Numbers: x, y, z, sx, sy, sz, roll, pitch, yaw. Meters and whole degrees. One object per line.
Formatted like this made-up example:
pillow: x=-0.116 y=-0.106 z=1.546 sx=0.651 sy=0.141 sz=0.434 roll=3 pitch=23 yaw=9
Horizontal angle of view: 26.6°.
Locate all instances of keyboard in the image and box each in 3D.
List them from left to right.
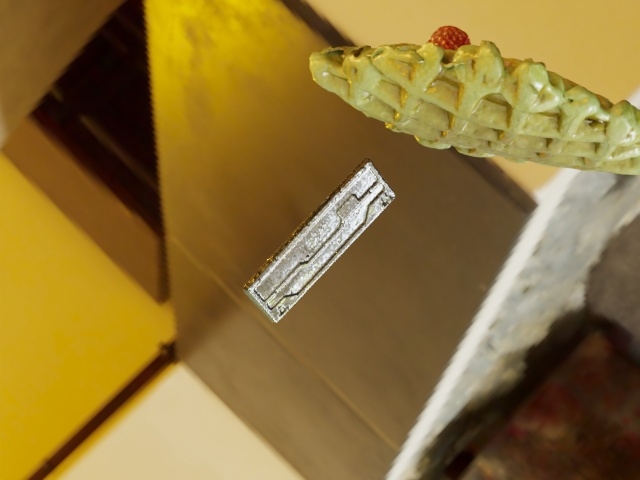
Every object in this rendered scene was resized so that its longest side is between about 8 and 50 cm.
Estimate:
keyboard: x=0.000 y=0.000 z=1.137 sx=0.010 sy=0.155 sz=0.053 roll=32 pitch=164 yaw=51

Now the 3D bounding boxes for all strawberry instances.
strawberry: x=0.125 y=-0.169 z=1.312 sx=0.073 sy=0.083 sz=0.073 roll=10 pitch=173 yaw=1

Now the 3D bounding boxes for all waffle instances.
waffle: x=0.117 y=-0.087 z=0.913 sx=0.214 sy=0.054 sz=0.208 roll=9 pitch=175 yaw=43
